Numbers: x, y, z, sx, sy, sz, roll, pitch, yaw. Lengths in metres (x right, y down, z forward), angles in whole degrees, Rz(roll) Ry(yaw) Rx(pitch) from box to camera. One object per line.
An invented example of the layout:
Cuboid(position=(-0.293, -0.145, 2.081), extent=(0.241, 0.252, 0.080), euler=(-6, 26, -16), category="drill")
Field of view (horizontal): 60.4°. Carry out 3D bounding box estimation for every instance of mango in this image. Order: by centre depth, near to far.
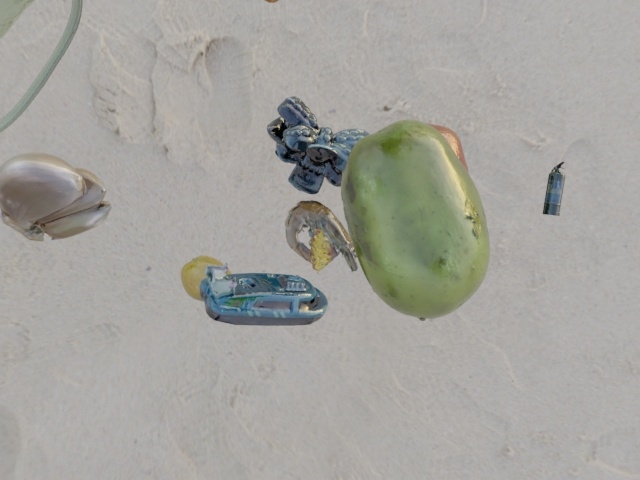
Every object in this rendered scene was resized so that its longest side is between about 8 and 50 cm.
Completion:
Cuboid(position=(-0.322, 0.121, 1.609), extent=(0.195, 0.098, 0.137), euler=(27, 108, 22), category="mango")

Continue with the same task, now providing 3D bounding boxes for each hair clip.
Cuboid(position=(-0.006, -0.262, 1.568), extent=(0.310, 0.194, 0.206), euler=(23, 49, -13), category="hair clip")

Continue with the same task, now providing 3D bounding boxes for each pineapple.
Cuboid(position=(0.008, 0.020, 1.423), extent=(0.077, 0.114, 0.114), euler=(-3, 100, 0), category="pineapple")

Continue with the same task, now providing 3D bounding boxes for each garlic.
Cuboid(position=(-0.736, -0.125, 1.502), extent=(0.325, 0.279, 0.132), euler=(-28, 48, 19), category="garlic")

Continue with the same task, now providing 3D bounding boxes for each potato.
Cuboid(position=(0.146, -0.029, 0.858), extent=(0.216, 0.216, 0.304), euler=(-28, 93, -14), category="potato")

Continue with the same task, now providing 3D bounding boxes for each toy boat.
Cuboid(position=(-0.107, 0.109, 1.210), extent=(0.299, 0.134, 0.092), euler=(4, 121, -33), category="toy boat")

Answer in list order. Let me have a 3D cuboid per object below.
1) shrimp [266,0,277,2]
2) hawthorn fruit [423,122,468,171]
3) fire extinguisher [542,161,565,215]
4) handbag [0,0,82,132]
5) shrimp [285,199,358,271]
Cuboid(position=(-0.138, -0.626, 1.313), extent=(0.127, 0.025, 0.091), euler=(10, 109, -34), category="shrimp")
Cuboid(position=(0.209, -0.150, 1.137), extent=(0.189, 0.189, 0.189), euler=(1, 84, -12), category="hawthorn fruit")
Cuboid(position=(0.362, -0.081, 0.855), extent=(0.025, 0.038, 0.083), euler=(6, 96, -10), category="fire extinguisher")
Cuboid(position=(-0.330, -0.196, 0.490), extent=(0.079, 0.219, 0.256), euler=(40, 89, 27), category="handbag")
Cuboid(position=(0.000, 0.000, 1.546), extent=(0.173, 0.058, 0.253), euler=(-30, 84, -22), category="shrimp")
